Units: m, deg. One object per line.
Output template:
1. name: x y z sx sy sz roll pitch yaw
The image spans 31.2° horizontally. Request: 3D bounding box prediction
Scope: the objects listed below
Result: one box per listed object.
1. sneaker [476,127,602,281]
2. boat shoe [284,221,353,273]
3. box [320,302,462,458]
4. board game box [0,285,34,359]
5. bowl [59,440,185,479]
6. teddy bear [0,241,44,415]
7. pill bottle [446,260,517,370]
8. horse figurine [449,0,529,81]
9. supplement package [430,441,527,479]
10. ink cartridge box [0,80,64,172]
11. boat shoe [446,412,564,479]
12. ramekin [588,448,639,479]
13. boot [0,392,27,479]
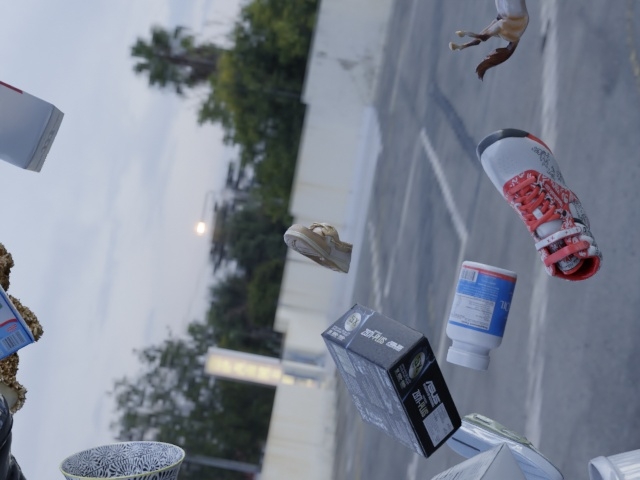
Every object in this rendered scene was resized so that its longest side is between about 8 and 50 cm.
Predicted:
1. sneaker: 0.325 -0.043 1.654 0.270 0.090 0.145 41 -152 -43
2. boat shoe: 0.000 0.000 1.766 0.170 0.063 0.059 36 -108 -59
3. box: 0.100 0.195 1.602 0.077 0.147 0.180 -39 -55 -22
4. board game box: -0.495 0.084 1.481 0.211 0.160 0.039 65 171 -29
5. bowl: -0.268 0.336 1.569 0.170 0.170 0.080 -82 -12 -83
6. teddy bear: -0.594 0.169 1.992 0.338 0.245 0.113 58 -168 29
7. pill bottle: 0.341 0.163 2.472 0.124 0.124 0.221 125 159 -89
8. horse figurine: 0.326 -0.430 2.105 0.066 0.174 0.263 -113 16 -56
9. supplement package: 0.254 0.460 1.775 0.204 0.145 0.262 61 -161 5
10. ink cartridge box: -0.548 -0.204 2.050 0.176 0.128 0.127 -175 108 -83
11. boat shoe: 0.407 0.451 2.480 0.094 0.302 0.109 -31 -48 -36
12. ramekin: 0.481 0.401 1.672 0.207 0.109 0.207 -20 -90 -90
13. boot: -0.541 0.476 1.646 0.367 0.146 0.445 -45 -30 -36
